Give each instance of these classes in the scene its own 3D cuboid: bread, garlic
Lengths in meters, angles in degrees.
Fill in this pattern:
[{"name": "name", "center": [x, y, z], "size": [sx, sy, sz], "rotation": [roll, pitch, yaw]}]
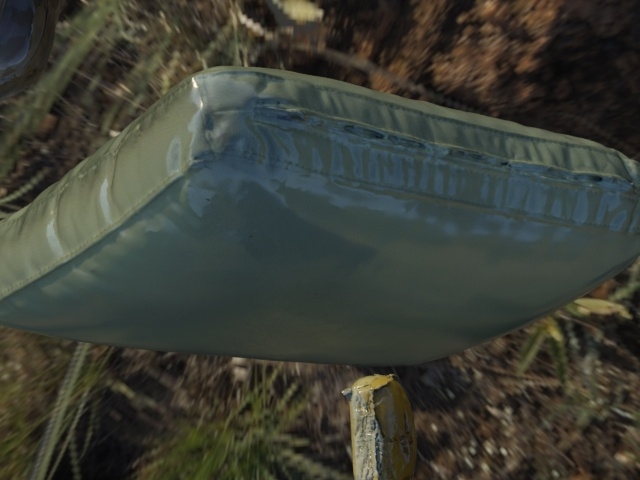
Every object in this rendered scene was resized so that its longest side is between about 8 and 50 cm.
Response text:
[{"name": "bread", "center": [0.059, 0.176, 1.508], "size": [0.053, 0.072, 0.106], "rotation": [-5, 83, 24]}, {"name": "garlic", "center": [-0.264, -0.149, 1.261], "size": [0.131, 0.127, 0.194], "rotation": [5, 115, -31]}]

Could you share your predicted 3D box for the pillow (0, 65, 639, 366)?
[{"name": "pillow", "center": [0.000, 0.000, 0.892], "size": [0.322, 0.255, 0.119], "rotation": [7, 66, -39]}]
